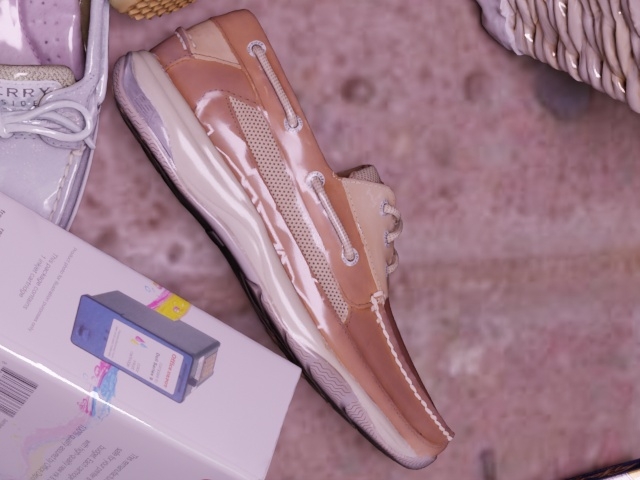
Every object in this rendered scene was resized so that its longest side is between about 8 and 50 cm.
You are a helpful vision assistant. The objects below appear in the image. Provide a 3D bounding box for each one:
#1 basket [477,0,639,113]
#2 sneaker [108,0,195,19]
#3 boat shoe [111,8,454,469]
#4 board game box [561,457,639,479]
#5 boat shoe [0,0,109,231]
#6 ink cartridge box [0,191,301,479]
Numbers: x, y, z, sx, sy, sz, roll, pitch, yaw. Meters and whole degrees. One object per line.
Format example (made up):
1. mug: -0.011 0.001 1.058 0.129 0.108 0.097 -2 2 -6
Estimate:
1. basket: 0.263 -0.263 0.733 0.328 0.266 0.331 -20 122 -9
2. sneaker: -0.065 -0.203 0.807 0.185 0.069 0.084 -34 98 -30
3. boat shoe: 0.000 0.000 0.829 0.116 0.123 0.324 -35 103 -8
4. board game box: 0.183 0.286 0.890 0.165 0.042 0.243 -16 86 4
5. boat shoe: -0.180 -0.136 0.783 0.118 0.103 0.320 9 95 -12
6. ink cartridge box: -0.142 0.089 0.784 0.212 0.154 0.093 32 49 -11
